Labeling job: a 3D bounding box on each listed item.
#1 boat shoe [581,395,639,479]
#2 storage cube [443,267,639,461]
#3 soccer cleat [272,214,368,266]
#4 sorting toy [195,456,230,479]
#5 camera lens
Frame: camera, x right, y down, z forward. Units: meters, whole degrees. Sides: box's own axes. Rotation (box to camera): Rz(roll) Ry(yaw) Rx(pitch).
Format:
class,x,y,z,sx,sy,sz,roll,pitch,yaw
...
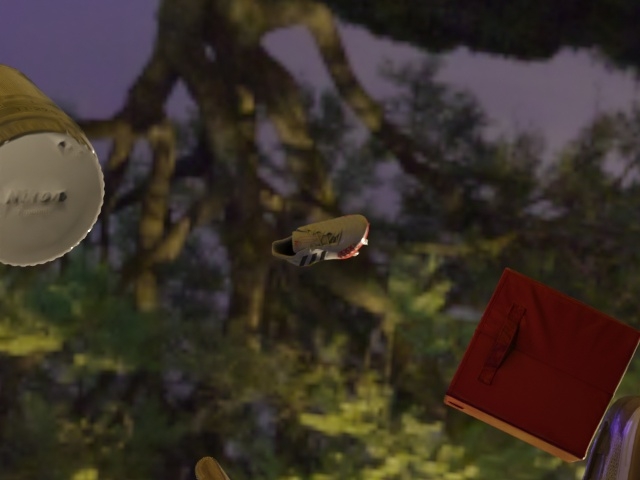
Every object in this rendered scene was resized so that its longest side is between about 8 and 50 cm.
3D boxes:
class,x,y,z,sx,sy,sz,roll,pitch,yaw
boat shoe,0.271,0.278,1.316,0.103,0.285,0.092,10,-177,-19
storage cube,0.285,0.169,1.912,0.193,0.183,0.215,26,173,7
soccer cleat,0.000,0.000,1.018,0.035,0.029,0.083,12,160,-38
sorting toy,-0.057,0.331,1.487,0.038,0.208,0.193,-32,-120,-1
camera lens,-0.440,-0.109,2.016,0.219,0.219,0.274,-5,-153,-31
